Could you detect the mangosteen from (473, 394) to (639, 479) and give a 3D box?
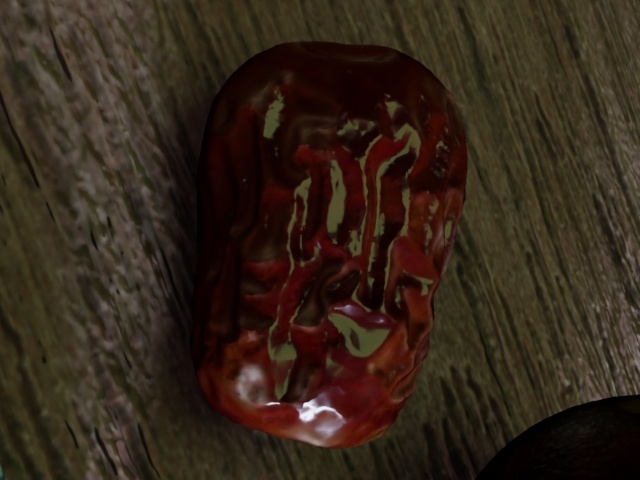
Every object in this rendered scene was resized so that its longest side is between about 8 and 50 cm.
[{"bbox_3d":[0.220,0.252,0.774,0.306,0.359,0.306,19,90,-76],"label":"mangosteen"}]

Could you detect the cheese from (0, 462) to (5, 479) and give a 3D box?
[{"bbox_3d":[-0.210,0.014,0.616,0.135,0.052,0.245,-5,87,-42],"label":"cheese"}]

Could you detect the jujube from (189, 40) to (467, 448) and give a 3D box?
[{"bbox_3d":[0.000,0.000,0.762,0.155,0.155,0.230,20,75,-40],"label":"jujube"}]
